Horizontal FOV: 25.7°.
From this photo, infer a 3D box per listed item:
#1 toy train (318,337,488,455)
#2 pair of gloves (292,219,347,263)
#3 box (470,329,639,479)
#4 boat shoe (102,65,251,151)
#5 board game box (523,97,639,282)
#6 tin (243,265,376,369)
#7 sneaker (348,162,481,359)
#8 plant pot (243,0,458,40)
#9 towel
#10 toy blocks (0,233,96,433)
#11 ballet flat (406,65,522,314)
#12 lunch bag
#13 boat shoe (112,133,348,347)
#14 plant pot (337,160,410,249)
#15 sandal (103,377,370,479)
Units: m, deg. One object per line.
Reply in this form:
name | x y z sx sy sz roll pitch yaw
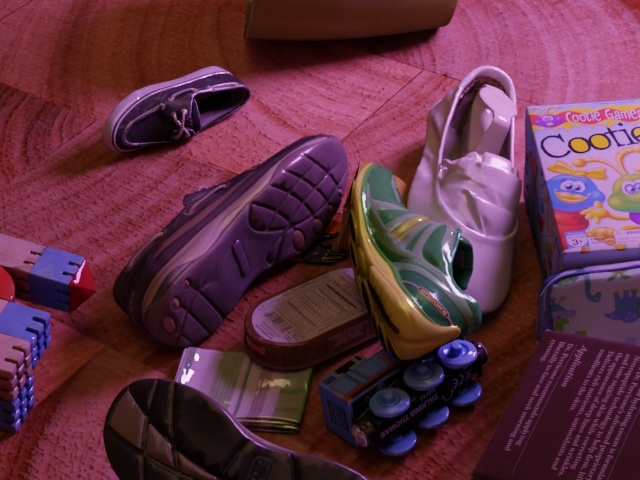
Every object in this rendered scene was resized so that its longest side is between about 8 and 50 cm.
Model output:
toy train | 0.089 0.150 1.474 0.184 0.080 0.105 -32 40 -28
pair of gloves | 0.000 0.000 1.720 0.074 0.010 0.083 3 41 10
box | 0.272 0.203 1.215 0.203 0.167 0.168 10 55 39
boat shoe | -0.194 -0.176 1.908 0.219 0.078 0.070 -31 44 -29
board game box | 0.322 -0.025 1.604 0.142 0.144 0.275 -4 40 1
tin | 0.001 0.085 1.584 0.189 0.040 0.106 -23 44 -29
sneaker | 0.100 0.022 1.529 0.123 0.109 0.295 -7 39 -8
plant pot | 0.054 -0.404 2.040 0.293 0.275 0.275 9 39 -6
towel | -0.087 0.159 1.527 0.152 0.023 0.113 2 41 10
toy blocks | -0.414 0.113 1.530 0.260 0.191 0.381 16 42 9
ballet flat | 0.184 -0.082 1.682 0.139 0.139 0.400 0 38 7
lunch bag | 0.332 0.107 1.428 0.219 0.176 0.090 -8 -3 1
boat shoe | -0.109 -0.024 1.664 0.130 0.132 0.355 22 49 35
plant pot | 0.073 -0.033 1.699 0.083 0.081 0.081 16 40 -4
sandal | -0.080 0.239 1.385 0.302 0.086 0.120 25 73 10
